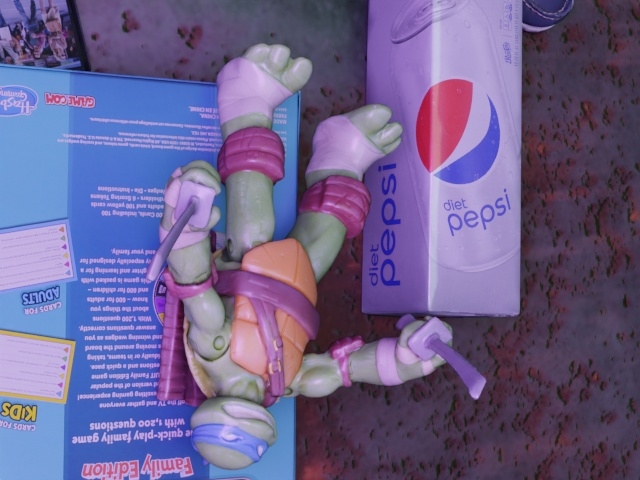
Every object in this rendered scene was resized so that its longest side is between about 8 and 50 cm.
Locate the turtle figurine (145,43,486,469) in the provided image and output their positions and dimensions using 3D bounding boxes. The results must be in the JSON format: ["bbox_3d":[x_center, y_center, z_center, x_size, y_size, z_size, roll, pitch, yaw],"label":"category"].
[{"bbox_3d":[0.000,0.000,0.936,0.198,0.274,0.266,9,57,-3],"label":"turtle figurine"}]

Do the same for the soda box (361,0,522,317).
[{"bbox_3d":[0.096,-0.082,1.183,0.091,0.098,0.286,4,85,-31],"label":"soda box"}]

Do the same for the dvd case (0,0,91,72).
[{"bbox_3d":[-0.267,-0.219,1.014,0.180,0.022,0.253,-15,95,-32],"label":"dvd case"}]

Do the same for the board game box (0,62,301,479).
[{"bbox_3d":[-0.140,0.056,1.028,0.254,0.079,0.336,2,88,-34],"label":"board game box"}]

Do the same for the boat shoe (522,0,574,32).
[{"bbox_3d":[0.146,-0.289,1.236,0.095,0.079,0.254,-37,105,-28],"label":"boat shoe"}]
